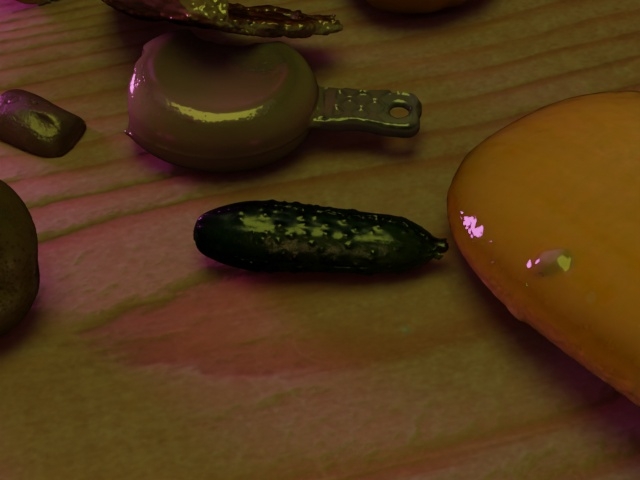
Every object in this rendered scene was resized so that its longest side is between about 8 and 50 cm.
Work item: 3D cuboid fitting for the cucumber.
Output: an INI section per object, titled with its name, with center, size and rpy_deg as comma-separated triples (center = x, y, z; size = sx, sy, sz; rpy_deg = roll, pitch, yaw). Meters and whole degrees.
[cucumber]
center = 0.000, 0.000, 1.206
size = 0.227, 0.069, 0.069
rpy_deg = 4, 48, 0

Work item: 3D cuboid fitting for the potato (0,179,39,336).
[potato]
center = -0.334, 0.001, 1.173
size = 0.157, 0.157, 0.194
rpy_deg = -34, 42, -26

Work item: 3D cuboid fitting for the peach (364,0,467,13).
[peach]
center = 0.103, -0.317, 1.465
size = 0.179, 0.103, 0.179
rpy_deg = -2, 44, 2

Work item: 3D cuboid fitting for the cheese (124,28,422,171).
[cheese]
center = -0.045, -0.133, 1.320
size = 0.286, 0.082, 0.163
rpy_deg = 4, 48, 2

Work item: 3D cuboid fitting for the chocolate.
[chocolate]
center = -0.286, -0.119, 1.345
size = 0.100, 0.031, 0.064
rpy_deg = 24, 57, 20

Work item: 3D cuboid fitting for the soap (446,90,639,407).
[soap]
center = 0.297, 0.002, 1.144
size = 0.306, 0.115, 0.427
rpy_deg = -28, 42, -14

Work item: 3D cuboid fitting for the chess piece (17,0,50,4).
[chess piece]
center = -0.353, -0.351, 1.523
size = 0.090, 0.090, 0.200
rpy_deg = -23, 49, -18

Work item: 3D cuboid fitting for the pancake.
[pancake]
center = -0.101, -0.245, 1.378
size = 0.244, 0.057, 0.266
rpy_deg = 3, 14, -13
